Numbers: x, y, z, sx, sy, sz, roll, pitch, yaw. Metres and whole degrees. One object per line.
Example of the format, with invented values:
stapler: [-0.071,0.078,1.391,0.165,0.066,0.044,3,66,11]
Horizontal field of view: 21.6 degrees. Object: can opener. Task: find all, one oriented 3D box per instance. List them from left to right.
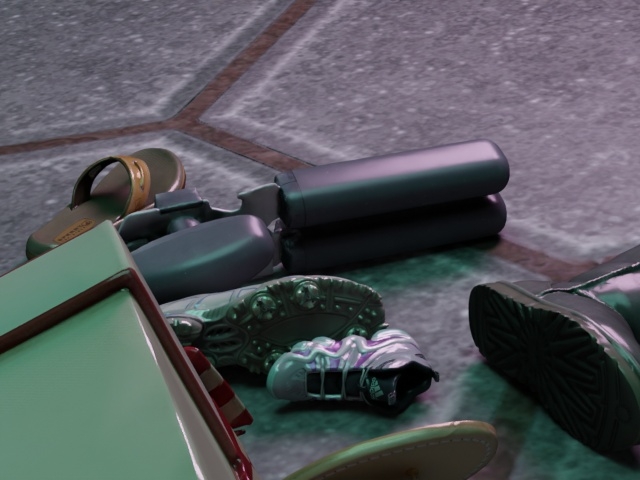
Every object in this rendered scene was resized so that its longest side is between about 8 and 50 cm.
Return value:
can opener: [0.000,0.000,1.132,0.283,0.076,0.095,-10,39,-12]

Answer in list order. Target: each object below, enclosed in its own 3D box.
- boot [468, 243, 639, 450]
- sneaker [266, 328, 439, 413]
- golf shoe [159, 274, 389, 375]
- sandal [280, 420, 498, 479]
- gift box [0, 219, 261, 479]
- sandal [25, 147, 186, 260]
boot: [0.216,0.044,0.999,0.208,0.076,0.189,-9,27,-22]
sneaker: [0.022,0.083,0.982,0.098,0.038,0.069,-15,26,-17]
golf shoe: [-0.049,0.049,1.042,0.176,0.069,0.086,-9,19,-8]
sandal: [-0.018,0.163,0.810,0.240,0.088,0.079,-15,57,-3]
gift box: [-0.105,0.186,0.564,0.255,0.276,0.258,-23,31,-6]
sandal: [-0.160,-0.035,1.258,0.072,0.049,0.180,7,28,26]
